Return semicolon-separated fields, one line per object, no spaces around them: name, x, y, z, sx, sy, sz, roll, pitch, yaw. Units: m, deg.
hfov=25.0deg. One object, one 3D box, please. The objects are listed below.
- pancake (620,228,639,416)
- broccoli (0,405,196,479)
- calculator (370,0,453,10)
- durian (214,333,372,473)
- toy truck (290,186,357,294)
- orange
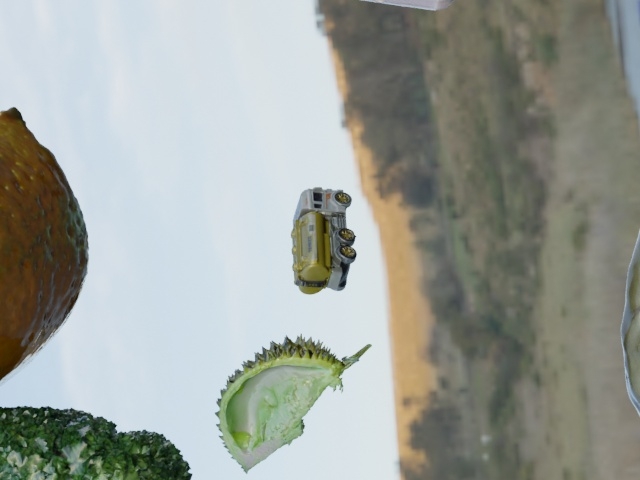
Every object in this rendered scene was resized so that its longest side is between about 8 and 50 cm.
pancake;0.283;0.044;0.939;0.050;0.242;0.242;17;120;57
broccoli;-0.222;0.236;1.120;0.241;0.269;0.261;49;160;23
calculator;0.068;-0.264;1.383;0.032;0.175;0.100;82;-153;-44
durian;-0.040;0.158;1.550;0.100;0.215;0.086;44;-155;4
toy truck;0.000;0.000;1.471;0.123;0.063;0.052;-94;16;-45
orange;-0.333;0.032;1.049;0.334;0.262;0.196;20;-133;-46
